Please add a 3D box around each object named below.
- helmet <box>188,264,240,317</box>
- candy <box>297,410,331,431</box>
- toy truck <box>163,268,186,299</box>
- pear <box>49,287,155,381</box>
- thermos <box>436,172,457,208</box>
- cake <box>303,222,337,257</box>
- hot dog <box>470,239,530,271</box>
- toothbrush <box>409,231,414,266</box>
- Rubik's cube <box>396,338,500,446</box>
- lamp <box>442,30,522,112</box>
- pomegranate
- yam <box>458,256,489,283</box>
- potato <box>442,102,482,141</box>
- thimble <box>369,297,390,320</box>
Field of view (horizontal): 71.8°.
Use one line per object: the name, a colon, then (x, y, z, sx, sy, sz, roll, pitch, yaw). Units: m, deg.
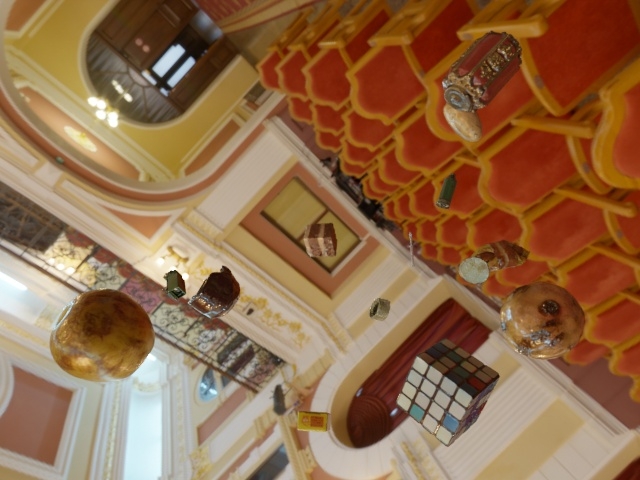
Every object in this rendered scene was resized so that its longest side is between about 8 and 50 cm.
helmet: (-0.472, 0.255, 2.089, 0.177, 0.225, 0.305, 38, -167, 2)
candy: (-0.027, 0.875, 2.140, 0.276, 0.146, 0.088, 81, -170, -68)
toy truck: (-0.642, 0.190, 1.935, 0.065, 0.079, 0.147, 58, -178, -39)
pear: (-0.617, 0.272, 1.269, 0.281, 0.281, 0.281, 43, -176, -3)
thermos: (0.675, -0.264, 2.337, 0.073, 0.188, 0.083, 17, 167, 19)
cake: (0.000, 0.000, 2.129, 0.134, 0.147, 0.135, -84, -15, -52)
hot dog: (0.742, 0.057, 1.804, 0.093, 0.261, 0.123, 92, 160, -54)
toothbrush: (0.466, 0.046, 2.253, 0.017, 0.014, 0.194, -108, 9, -66)
Rubik's cube: (0.296, 0.350, 1.038, 0.151, 0.154, 0.155, -8, -148, -46)
lamp: (0.514, -0.538, 1.410, 0.177, 0.274, 0.177, 41, 172, 7)
pomegranate: (0.888, 0.321, 1.782, 0.322, 0.322, 0.322, 43, -176, -3)
yam: (0.552, 0.105, 1.589, 0.107, 0.107, 0.183, 44, -168, 13)
potato: (0.601, -0.511, 1.845, 0.161, 0.128, 0.235, 42, -155, -28)
thimble: (0.266, 0.308, 1.983, 0.062, 0.110, 0.084, 16, -159, -19)
